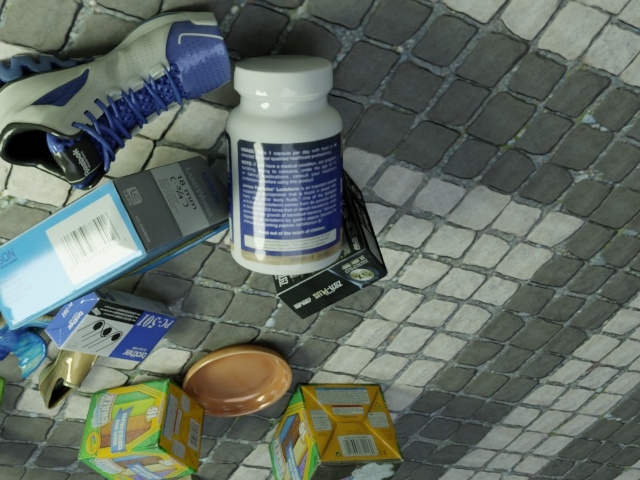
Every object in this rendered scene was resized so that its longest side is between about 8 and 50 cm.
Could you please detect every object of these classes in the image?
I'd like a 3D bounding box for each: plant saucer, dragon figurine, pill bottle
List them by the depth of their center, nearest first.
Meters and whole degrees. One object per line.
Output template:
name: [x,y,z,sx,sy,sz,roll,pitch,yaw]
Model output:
pill bottle: [-0.046,-0.101,1.252,0.153,0.153,0.264,-5,113,-12]
dragon figurine: [-0.474,0.155,1.497,0.144,0.085,0.289,20,126,-33]
plant saucer: [-0.151,0.248,1.735,0.200,0.037,0.200,-9,138,-8]

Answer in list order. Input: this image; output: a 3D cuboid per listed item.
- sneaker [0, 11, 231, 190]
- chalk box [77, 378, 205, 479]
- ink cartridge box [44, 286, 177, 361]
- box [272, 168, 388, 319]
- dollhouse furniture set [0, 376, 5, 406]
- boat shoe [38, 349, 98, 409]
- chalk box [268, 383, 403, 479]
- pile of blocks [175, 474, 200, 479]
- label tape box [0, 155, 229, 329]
sneaker: [-0.254,-0.151,1.163,0.316,0.182,0.127,-16,140,0]
chalk box: [-0.331,0.342,1.691,0.213,0.132,0.132,-14,141,20]
ink cartridge box: [-0.316,0.128,1.476,0.097,0.046,0.207,-51,153,7]
box: [0.000,0.000,1.405,0.147,0.180,0.077,-28,137,13]
dollhouse furniture set: [-0.663,0.256,1.446,0.302,0.151,0.198,25,150,-36]
boat shoe: [-0.406,0.213,1.590,0.068,0.072,0.190,16,129,-31]
chalk box: [0.014,0.434,1.884,0.180,0.179,0.289,4,136,-22]
pile of blocks: [-0.315,0.642,2.052,0.149,0.112,0.362,0,136,-17]
label tape box: [-0.257,-0.013,1.306,0.241,0.105,0.334,-27,-179,24]
